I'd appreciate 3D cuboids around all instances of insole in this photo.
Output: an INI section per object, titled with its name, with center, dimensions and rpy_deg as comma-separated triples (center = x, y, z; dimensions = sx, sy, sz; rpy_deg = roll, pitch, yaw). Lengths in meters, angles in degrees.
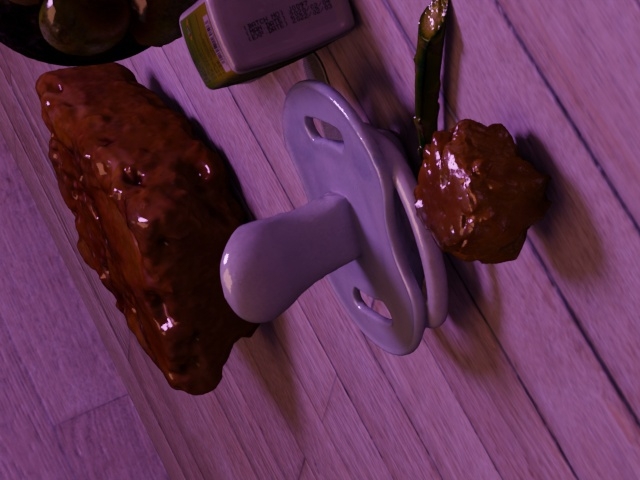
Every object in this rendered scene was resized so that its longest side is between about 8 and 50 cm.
[insole]
center = 0.018, -0.087, 1.796
dimensions = 0.080, 0.003, 0.232
rpy_deg = 33, 142, 62

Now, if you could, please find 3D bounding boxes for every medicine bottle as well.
[medicine bottle]
center = -0.060, -0.203, 1.665
dimensions = 0.088, 0.132, 0.188
rpy_deg = 67, 165, -4

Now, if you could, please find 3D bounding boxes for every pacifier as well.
[pacifier]
center = 0.000, 0.000, 1.608
dimensions = 0.227, 0.207, 0.279
rpy_deg = 31, 141, 62

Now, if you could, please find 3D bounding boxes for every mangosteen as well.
[mangosteen]
center = -0.248, -0.328, 1.822
dimensions = 0.300, 0.300, 0.300
rpy_deg = 56, 160, 33

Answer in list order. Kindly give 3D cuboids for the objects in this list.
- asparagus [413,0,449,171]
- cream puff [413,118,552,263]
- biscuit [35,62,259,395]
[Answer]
[asparagus]
center = 0.094, -0.113, 1.486
dimensions = 0.034, 0.027, 0.236
rpy_deg = 38, 149, 32
[cream puff]
center = 0.130, -0.035, 1.379
dimensions = 0.116, 0.094, 0.122
rpy_deg = 37, 123, 54
[biscuit]
center = -0.225, -0.029, 2.344
dimensions = 0.395, 0.166, 0.343
rpy_deg = 49, 154, 43
